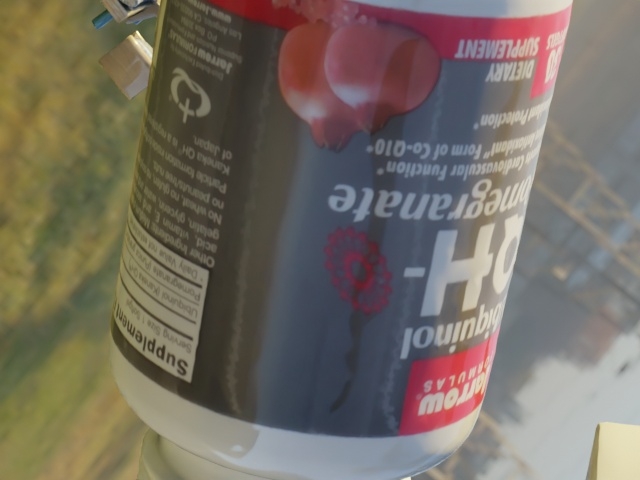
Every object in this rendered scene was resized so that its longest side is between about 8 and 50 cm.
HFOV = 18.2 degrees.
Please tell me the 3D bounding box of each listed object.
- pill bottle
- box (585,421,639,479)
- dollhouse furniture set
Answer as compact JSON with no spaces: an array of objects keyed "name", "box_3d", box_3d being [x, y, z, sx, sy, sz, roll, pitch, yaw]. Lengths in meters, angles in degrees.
[{"name":"pill bottle","box_3d":[0.000,0.000,0.899,0.176,0.176,0.318,-44,147,-65]},{"name":"box","box_3d":[0.239,0.315,1.335,0.345,0.168,0.215,93,5,-48]},{"name":"dollhouse furniture set","box_3d":[-0.109,-0.243,1.684,0.198,0.303,0.286,-37,-175,9]}]
